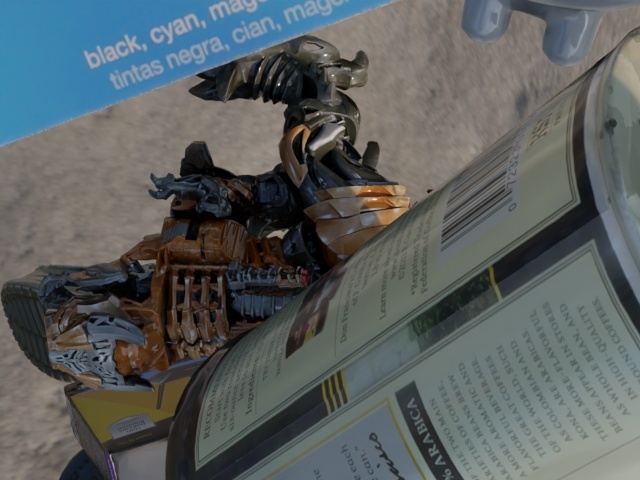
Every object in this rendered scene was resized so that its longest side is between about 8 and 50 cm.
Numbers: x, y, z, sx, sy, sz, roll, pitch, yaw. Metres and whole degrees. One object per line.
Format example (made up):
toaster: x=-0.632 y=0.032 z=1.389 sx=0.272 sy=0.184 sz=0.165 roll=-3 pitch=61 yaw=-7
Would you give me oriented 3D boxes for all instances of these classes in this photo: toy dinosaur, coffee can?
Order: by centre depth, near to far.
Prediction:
coffee can: x=0.092 y=0.068 z=0.606 sx=0.275 sy=0.201 sz=0.201 roll=-38 pitch=79 yaw=40
toy dinosaur: x=0.000 y=0.000 z=0.841 sx=0.322 sy=0.218 sz=0.164 roll=3 pitch=127 yaw=-23

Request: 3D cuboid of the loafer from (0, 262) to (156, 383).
loafer: x=-0.180 y=0.070 z=1.296 sx=0.268 sy=0.092 sz=0.102 roll=7 pitch=118 yaw=40

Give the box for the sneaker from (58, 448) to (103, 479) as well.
sneaker: x=-0.048 y=0.275 z=1.034 sx=0.122 sy=0.146 sz=0.330 roll=-46 pitch=58 yaw=11

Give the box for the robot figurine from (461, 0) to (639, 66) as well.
robot figurine: x=0.207 y=-0.323 z=1.161 sx=0.300 sy=0.200 sz=0.353 roll=16 pitch=122 yaw=7

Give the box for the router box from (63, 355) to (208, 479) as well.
router box: x=-0.070 y=0.112 z=0.986 sx=0.179 sy=0.133 sz=0.046 roll=-16 pitch=110 yaw=-19

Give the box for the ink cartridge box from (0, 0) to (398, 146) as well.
ink cartridge box: x=-0.045 y=-0.174 z=0.413 sx=0.168 sy=0.171 sz=0.233 roll=-17 pitch=104 yaw=20
